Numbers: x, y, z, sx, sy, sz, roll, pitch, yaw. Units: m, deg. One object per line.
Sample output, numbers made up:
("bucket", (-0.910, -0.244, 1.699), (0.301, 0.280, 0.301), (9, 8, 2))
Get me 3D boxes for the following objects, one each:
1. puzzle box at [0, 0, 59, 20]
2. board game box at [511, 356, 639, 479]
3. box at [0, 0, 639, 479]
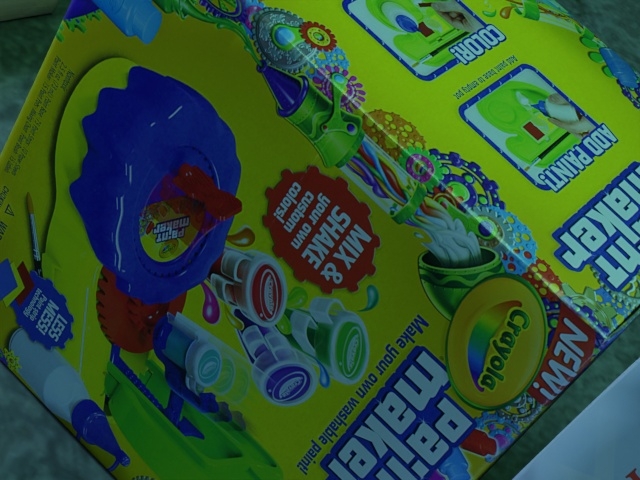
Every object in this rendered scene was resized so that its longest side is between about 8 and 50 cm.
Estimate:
("puzzle box", (-0.381, -0.219, 0.894), (0.409, 0.052, 0.272), (-19, 64, -43))
("board game box", (0.166, 0.111, 0.746), (0.318, 0.318, 0.066), (-25, 68, -44))
("box", (0.000, 0.000, 0.759), (0.279, 0.290, 0.177), (43, 41, 10))
